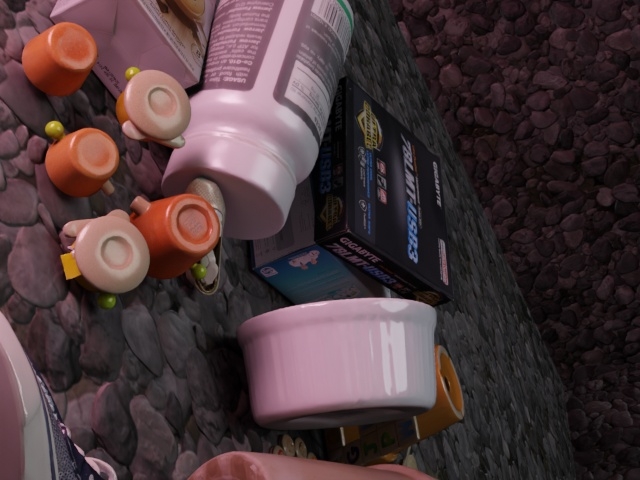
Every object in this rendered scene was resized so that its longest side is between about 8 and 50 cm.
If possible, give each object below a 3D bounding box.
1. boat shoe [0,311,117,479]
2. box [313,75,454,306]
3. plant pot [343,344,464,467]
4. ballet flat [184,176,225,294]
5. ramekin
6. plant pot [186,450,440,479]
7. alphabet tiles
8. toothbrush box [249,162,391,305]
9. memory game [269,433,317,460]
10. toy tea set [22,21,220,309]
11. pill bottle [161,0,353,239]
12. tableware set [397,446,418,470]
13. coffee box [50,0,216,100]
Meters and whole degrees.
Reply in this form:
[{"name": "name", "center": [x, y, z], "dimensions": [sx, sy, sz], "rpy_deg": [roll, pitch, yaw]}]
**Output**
[{"name": "boat shoe", "center": [-0.238, 0.202, 0.761], "dimensions": [0.158, 0.127, 0.340], "rpy_deg": [-21, 99, -77]}, {"name": "box", "center": [0.105, -0.072, 1.495], "dimensions": [0.293, 0.073, 0.295], "rpy_deg": [32, 47, -41]}, {"name": "plant pot", "center": [0.132, 0.262, 1.541], "dimensions": [0.205, 0.188, 0.205], "rpy_deg": [-19, 90, -72]}, {"name": "ballet flat", "center": [-0.143, -0.002, 1.173], "dimensions": [0.052, 0.057, 0.168], "rpy_deg": [-125, -150, -45]}, {"name": "ramekin", "center": [0.027, 0.176, 1.250], "dimensions": [0.277, 0.277, 0.135], "rpy_deg": [30, 52, -61]}, {"name": "plant pot", "center": [-0.016, 0.362, 0.964], "dimensions": [0.280, 0.323, 0.323], "rpy_deg": [34, 38, -33]}, {"name": "alphabet tiles", "center": [0.063, 0.222, 1.415], "dimensions": [0.009, 0.198, 0.237], "rpy_deg": [15, 53, -36]}, {"name": "toothbrush box", "center": [0.000, 0.000, 1.547], "dimensions": [0.295, 0.126, 0.216], "rpy_deg": [43, 32, -52]}, {"name": "memory game", "center": [-0.026, 0.364, 1.298], "dimensions": [0.186, 0.012, 0.186], "rpy_deg": [52, 27, -40]}, {"name": "toy tea set", "center": [-0.243, -0.088, 1.069], "dimensions": [0.200, 0.124, 0.336], "rpy_deg": [-9, 82, -40]}, {"name": "pill bottle", "center": [-0.087, -0.197, 1.288], "dimensions": [0.204, 0.204, 0.361], "rpy_deg": [49, 47, -45]}, {"name": "tableware set", "center": [0.137, 0.457, 1.607], "dimensions": [0.194, 0.039, 0.128], "rpy_deg": [-64, 143, -56]}, {"name": "coffee box", "center": [-0.238, -0.338, 1.252], "dimensions": [0.168, 0.119, 0.297], "rpy_deg": [53, 26, -37]}]
